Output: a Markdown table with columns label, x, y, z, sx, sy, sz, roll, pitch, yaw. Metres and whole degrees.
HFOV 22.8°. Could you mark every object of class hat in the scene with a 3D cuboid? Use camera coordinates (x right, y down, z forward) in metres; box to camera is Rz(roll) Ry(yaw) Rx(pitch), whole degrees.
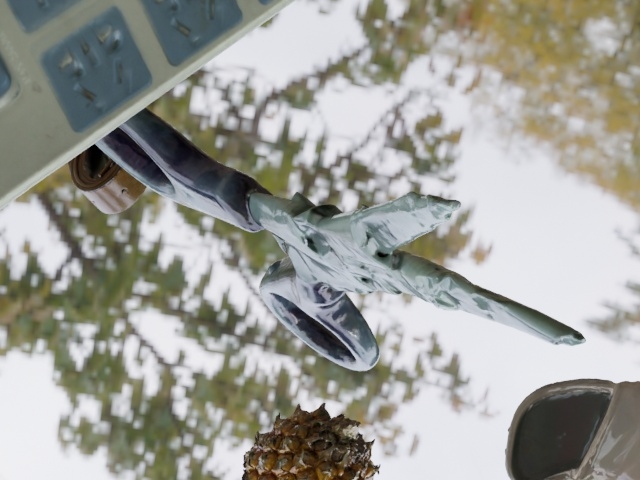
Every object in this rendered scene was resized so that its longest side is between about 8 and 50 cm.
| label | x | y | z | sx | sy | sz | roll | pitch | yaw |
| --- | --- | --- | --- | --- | --- | --- | --- | --- | --- |
| hat | 0.224 | 0.243 | 1.332 | 0.161 | 0.275 | 0.232 | 30 | -162 | -18 |

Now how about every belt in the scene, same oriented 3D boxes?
| label | x | y | z | sx | sy | sz | roll | pitch | yaw |
| --- | --- | --- | --- | --- | --- | --- | --- | --- | --- |
| belt | -0.142 | -0.057 | 1.094 | 0.059 | 0.036 | 0.083 | -18 | -134 | 26 |

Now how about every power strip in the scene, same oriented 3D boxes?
| label | x | y | z | sx | sy | sz | roll | pitch | yaw |
| --- | --- | --- | --- | --- | --- | --- | --- | --- | --- |
| power strip | -0.061 | -0.132 | 0.678 | 0.367 | 0.106 | 0.043 | -39 | -152 | -25 |

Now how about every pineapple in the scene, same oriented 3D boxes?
| label | x | y | z | sx | sy | sz | roll | pitch | yaw |
| --- | --- | --- | --- | --- | --- | --- | --- | --- | --- |
| pineapple | 0.005 | 0.255 | 1.871 | 0.161 | 0.137 | 0.176 | 31 | -148 | -5 |

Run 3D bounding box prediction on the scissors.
| label | x | y | z | sx | sy | sz | roll | pitch | yaw |
| --- | --- | --- | --- | --- | --- | --- | --- | --- | --- |
| scissors | 0.000 | 0.000 | 0.822 | 0.256 | 0.029 | 0.383 | 45 | 166 | -19 |
